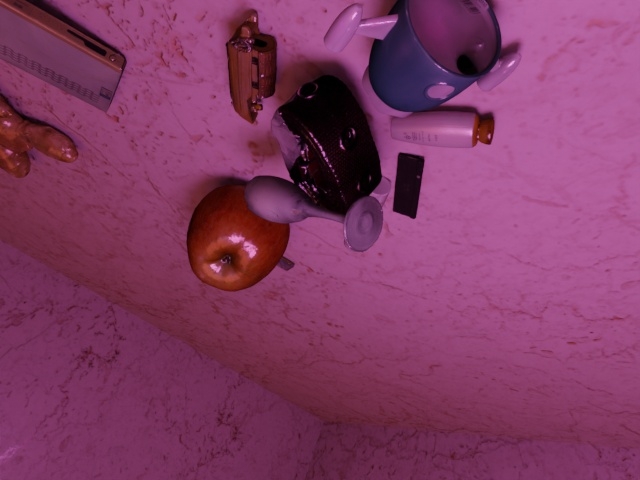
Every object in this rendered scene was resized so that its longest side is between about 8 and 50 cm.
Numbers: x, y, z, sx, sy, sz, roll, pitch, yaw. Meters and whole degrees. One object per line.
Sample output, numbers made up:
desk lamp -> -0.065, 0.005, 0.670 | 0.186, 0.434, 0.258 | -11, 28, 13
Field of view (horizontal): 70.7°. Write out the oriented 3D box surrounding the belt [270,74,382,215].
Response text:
belt -> 0.021, -0.186, 0.891 | 0.184, 0.164, 0.289 | 34, 160, 35

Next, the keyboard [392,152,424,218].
keyboard -> 0.196, -0.118, 1.008 | 0.060, 0.018, 0.195 | 21, 149, 18

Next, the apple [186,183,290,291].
apple -> -0.235, 0.005, 1.244 | 0.278, 0.250, 0.309 | 18, 146, 9

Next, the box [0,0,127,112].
box -> -0.583, -0.409, 0.995 | 0.270, 0.045, 0.211 | 25, 151, -25

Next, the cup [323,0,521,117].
cup -> 0.148, -0.270, 0.675 | 0.300, 0.167, 0.173 | 6, 164, -22

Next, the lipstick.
lipstick -> 0.110, -0.059, 1.110 | 0.059, 0.059, 0.264 | 21, 149, 3

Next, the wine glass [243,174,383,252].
wine glass -> 0.000, 0.000, 0.912 | 0.310, 0.096, 0.264 | 19, 143, 45

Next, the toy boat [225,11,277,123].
toy boat -> -0.128, -0.316, 0.864 | 0.088, 0.068, 0.226 | 15, 148, 2

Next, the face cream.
face cream -> 0.222, -0.204, 0.827 | 0.182, 0.051, 0.072 | 8, 145, 24

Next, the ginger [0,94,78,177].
ginger -> -0.934, -0.339, 1.314 | 0.363, 0.122, 0.348 | 3, 142, 38

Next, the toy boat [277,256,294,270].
toy boat -> -0.145, 0.061, 1.491 | 0.115, 0.016, 0.063 | 33, 147, -17
